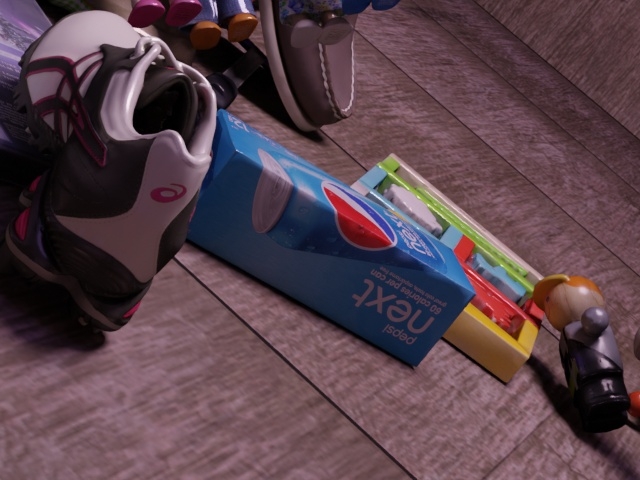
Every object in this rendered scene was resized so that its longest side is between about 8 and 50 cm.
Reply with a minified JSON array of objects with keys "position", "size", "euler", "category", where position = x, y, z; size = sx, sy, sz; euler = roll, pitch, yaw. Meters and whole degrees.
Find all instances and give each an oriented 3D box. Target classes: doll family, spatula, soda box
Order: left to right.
[{"position":[-0.070,-0.142,1.415],"size":[0.084,0.030,0.296],"euler":[45,16,-6],"category":"spatula"},{"position":[-0.064,-0.234,1.302],"size":[0.263,0.118,0.163],"euler":[-5,69,-16],"category":"doll family"},{"position":[0.000,0.000,1.116],"size":[0.210,0.071,0.067],"euler":[30,18,-27],"category":"soda box"}]

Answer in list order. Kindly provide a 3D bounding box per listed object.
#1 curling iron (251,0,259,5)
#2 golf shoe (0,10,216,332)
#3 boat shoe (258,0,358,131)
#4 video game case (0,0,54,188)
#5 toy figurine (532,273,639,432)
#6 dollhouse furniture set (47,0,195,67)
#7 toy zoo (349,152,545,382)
[{"position":[-0.092,-0.256,1.667],"size":[0.068,0.035,0.274],"euler":[35,16,1],"category":"curling iron"},{"position":[-0.103,-0.065,0.925],"size":[0.105,0.120,0.273],"euler":[33,25,-27],"category":"golf shoe"},{"position":[0.001,-0.255,1.428],"size":[0.097,0.324,0.116],"euler":[-3,12,17],"category":"boat shoe"},{"position":[-0.218,-0.117,1.051],"size":[0.196,0.026,0.274],"euler":[20,24,-47],"category":"video game case"},{"position":[0.301,0.067,1.316],"size":[0.210,0.213,0.148],"euler":[22,43,-36],"category":"toy figurine"},{"position":[-0.187,-0.250,1.394],"size":[0.198,0.151,0.301],"euler":[27,48,-17],"category":"dollhouse furniture set"},{"position":[0.097,0.019,1.344],"size":[0.192,0.030,0.293],"euler":[39,17,2],"category":"toy zoo"}]
